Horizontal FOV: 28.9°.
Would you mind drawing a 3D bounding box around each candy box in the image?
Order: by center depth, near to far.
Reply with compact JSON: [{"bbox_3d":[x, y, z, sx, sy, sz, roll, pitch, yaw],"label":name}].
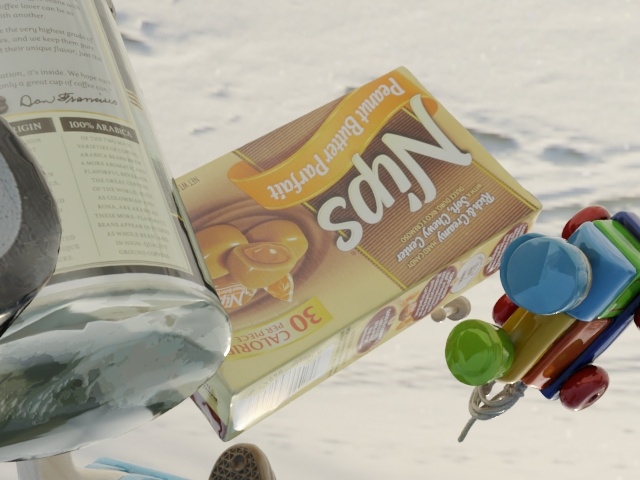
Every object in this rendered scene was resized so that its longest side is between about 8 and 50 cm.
[{"bbox_3d":[0.000,0.000,0.999,0.316,0.183,0.087,-29,155,-28],"label":"candy box"}]

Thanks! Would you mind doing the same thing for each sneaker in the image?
[{"bbox_3d":[-0.049,0.257,1.000,0.066,0.188,0.071,-9,170,28],"label":"sneaker"}]

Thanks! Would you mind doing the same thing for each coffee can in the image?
[{"bbox_3d":[-0.193,-0.027,0.794,0.202,0.275,0.201,-18,151,-10],"label":"coffee can"}]

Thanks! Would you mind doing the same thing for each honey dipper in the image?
[{"bbox_3d":[0.150,0.083,1.442,0.031,0.030,0.161,2,-179,14],"label":"honey dipper"}]

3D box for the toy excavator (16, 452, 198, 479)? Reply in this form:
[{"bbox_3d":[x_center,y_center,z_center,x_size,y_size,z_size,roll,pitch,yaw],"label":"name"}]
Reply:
[{"bbox_3d":[-0.276,0.352,1.567,0.222,0.432,0.445,9,170,29],"label":"toy excavator"}]

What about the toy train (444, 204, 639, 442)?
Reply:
[{"bbox_3d":[0.141,0.084,0.916,0.143,0.105,0.248,-1,136,-50],"label":"toy train"}]

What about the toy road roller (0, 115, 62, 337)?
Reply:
[{"bbox_3d":[-0.253,0.007,0.286,0.202,0.240,0.329,-45,171,31],"label":"toy road roller"}]
